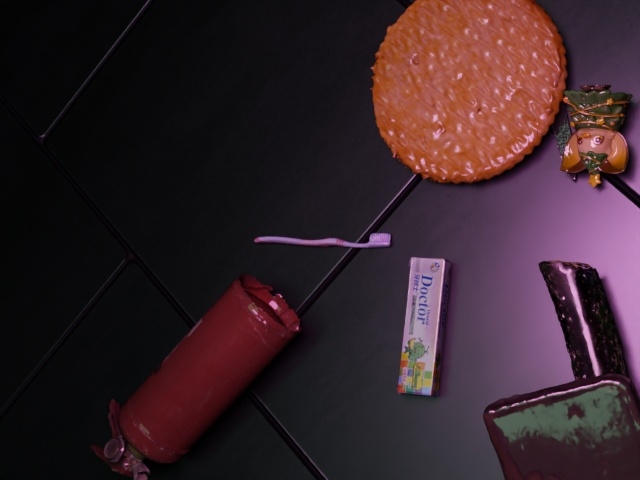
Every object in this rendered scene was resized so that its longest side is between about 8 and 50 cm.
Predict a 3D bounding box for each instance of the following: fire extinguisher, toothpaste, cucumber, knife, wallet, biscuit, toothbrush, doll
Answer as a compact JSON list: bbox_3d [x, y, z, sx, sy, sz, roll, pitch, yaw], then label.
[{"bbox_3d":[-0.178,0.183,1.402,0.337,0.106,0.147,-46,40,12],"label":"fire extinguisher"},{"bbox_3d":[0.122,0.103,1.295,0.046,0.034,0.164,4,83,24],"label":"toothpaste"},{"bbox_3d":[0.299,0.133,1.187,0.067,0.067,0.245,-20,75,23],"label":"cucumber"},{"bbox_3d":[0.276,-0.149,1.273,0.023,0.010,0.170,-16,73,23],"label":"knife"},{"bbox_3d":[0.289,0.298,1.135,0.165,0.042,0.309,-19,89,18],"label":"wallet"},{"bbox_3d":[0.175,-0.190,1.313,0.254,0.035,0.254,-6,78,29],"label":"biscuit"},{"bbox_3d":[0.000,0.000,1.385,0.193,0.013,0.019,0,75,27],"label":"toothbrush"},{"bbox_3d":[0.314,-0.122,1.233,0.078,0.077,0.113,4,111,38],"label":"doll"}]
